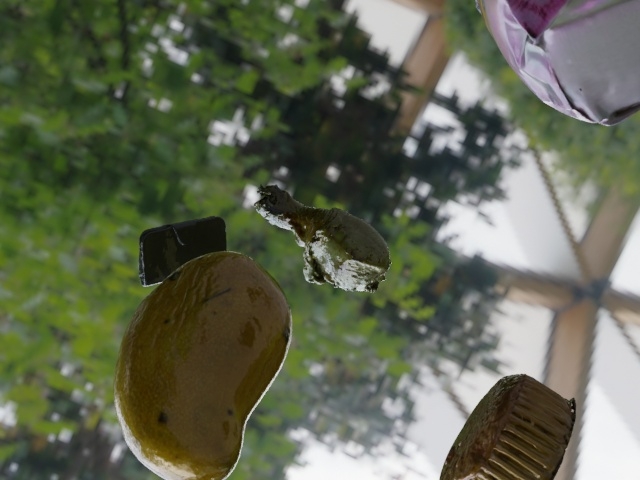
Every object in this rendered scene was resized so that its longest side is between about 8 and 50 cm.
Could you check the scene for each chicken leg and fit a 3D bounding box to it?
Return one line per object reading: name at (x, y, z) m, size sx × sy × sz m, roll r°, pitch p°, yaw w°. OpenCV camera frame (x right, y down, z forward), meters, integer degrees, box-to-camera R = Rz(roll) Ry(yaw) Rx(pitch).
chicken leg at (0.000, 0.000, 2.155) m, size 0.227 × 0.103 × 0.088 m, roll 25°, pitch -123°, yaw 28°

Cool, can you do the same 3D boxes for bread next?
bread at (0.213, 0.248, 1.904) m, size 0.104 × 0.199 × 0.199 m, roll 33°, pitch -166°, yaw -2°

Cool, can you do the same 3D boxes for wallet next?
wallet at (-0.195, 0.013, 2.296) m, size 0.018 × 0.082 × 0.156 m, roll 12°, pitch -163°, yaw 43°

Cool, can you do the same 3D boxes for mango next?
mango at (-0.107, 0.106, 1.453) m, size 0.157 × 0.109 × 0.262 m, roll -5°, pitch -143°, yaw 12°

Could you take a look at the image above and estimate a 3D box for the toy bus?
toy bus at (0.314, -0.233, 1.293) m, size 0.162 × 0.386 × 0.171 m, roll -99°, pitch -17°, yaw -56°
